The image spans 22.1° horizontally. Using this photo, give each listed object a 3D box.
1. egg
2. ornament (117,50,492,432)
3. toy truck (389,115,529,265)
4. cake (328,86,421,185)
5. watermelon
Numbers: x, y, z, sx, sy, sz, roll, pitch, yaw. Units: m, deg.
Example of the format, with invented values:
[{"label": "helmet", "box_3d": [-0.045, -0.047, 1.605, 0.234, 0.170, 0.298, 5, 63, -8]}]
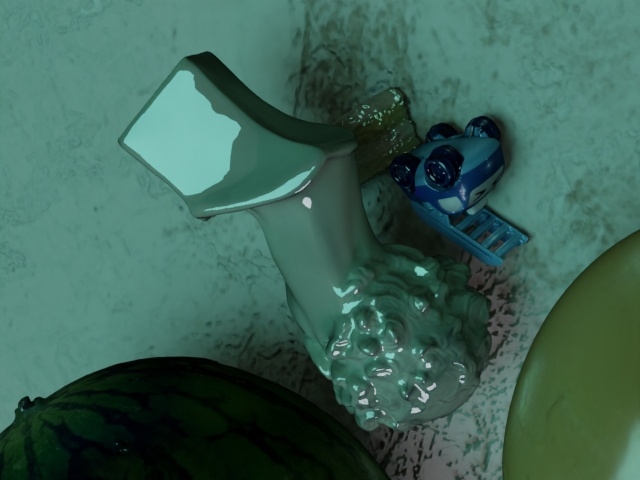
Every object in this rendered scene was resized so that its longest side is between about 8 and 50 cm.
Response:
[{"label": "egg", "box_3d": [0.204, 0.104, 0.909, 0.201, 0.201, 0.244, 12, 99, 33]}, {"label": "ornament", "box_3d": [0.000, -0.001, 1.015, 0.120, 0.130, 0.285, -36, 109, 14]}, {"label": "toy truck", "box_3d": [0.092, -0.027, 1.038, 0.073, 0.056, 0.090, -6, 119, 53]}, {"label": "cake", "box_3d": [0.010, -0.052, 1.086, 0.121, 0.065, 0.052, -30, 89, 31]}, {"label": "watermelon", "box_3d": [-0.089, 0.249, 1.086, 0.363, 0.363, 0.363, 12, 112, 32]}]
